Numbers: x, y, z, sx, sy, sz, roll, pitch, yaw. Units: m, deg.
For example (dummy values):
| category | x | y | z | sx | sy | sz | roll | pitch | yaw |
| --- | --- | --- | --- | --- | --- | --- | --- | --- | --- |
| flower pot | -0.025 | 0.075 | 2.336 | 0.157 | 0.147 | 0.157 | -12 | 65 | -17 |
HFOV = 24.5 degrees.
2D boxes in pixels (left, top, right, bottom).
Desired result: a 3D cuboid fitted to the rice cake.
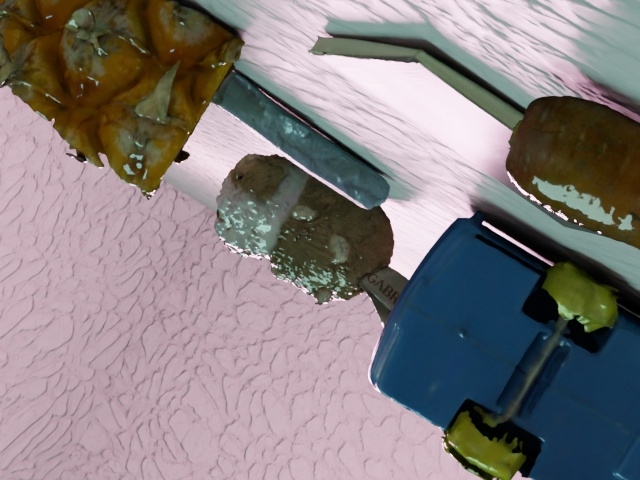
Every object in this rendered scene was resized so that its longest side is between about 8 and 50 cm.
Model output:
| category | x | y | z | sx | sy | sz | roll | pitch | yaw |
| --- | --- | --- | --- | --- | --- | --- | --- | --- | --- |
| rice cake | -0.013 | -0.071 | 1.085 | 0.180 | 0.030 | 0.042 | 32 | -179 | -40 |

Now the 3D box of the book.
| category | x | y | z | sx | sy | sz | roll | pitch | yaw |
| --- | --- | --- | --- | --- | --- | --- | --- | --- | --- |
| book | 0.088 | -0.046 | 0.709 | 0.181 | 0.014 | 0.127 | 31 | 177 | -22 |

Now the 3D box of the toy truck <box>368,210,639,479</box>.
| category | x | y | z | sx | sy | sz | roll | pitch | yaw |
| --- | --- | --- | --- | --- | --- | --- | --- | --- | --- |
| toy truck | 0.217 | 0.128 | 1.049 | 0.384 | 0.161 | 0.162 | 29 | -174 | -9 |

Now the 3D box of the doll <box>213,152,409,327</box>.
| category | x | y | z | sx | sy | sz | roll | pitch | yaw |
| --- | --- | --- | --- | --- | --- | --- | --- | --- | --- |
| doll | 0.005 | -0.004 | 1.310 | 0.221 | 0.105 | 0.115 | 29 | -145 | 21 |

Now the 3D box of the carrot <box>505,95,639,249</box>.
| category | x | y | z | sx | sy | sz | roll | pitch | yaw |
| --- | --- | --- | --- | --- | --- | --- | --- | --- | --- |
| carrot | 0.158 | -0.003 | 0.542 | 0.191 | 0.047 | 0.047 | 24 | 176 | 6 |

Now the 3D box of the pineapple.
| category | x | y | z | sx | sy | sz | roll | pitch | yaw |
| --- | --- | --- | --- | --- | --- | --- | --- | --- | --- |
| pineapple | -0.128 | -0.115 | 0.946 | 0.186 | 0.114 | 0.236 | 32 | -174 | -47 |
